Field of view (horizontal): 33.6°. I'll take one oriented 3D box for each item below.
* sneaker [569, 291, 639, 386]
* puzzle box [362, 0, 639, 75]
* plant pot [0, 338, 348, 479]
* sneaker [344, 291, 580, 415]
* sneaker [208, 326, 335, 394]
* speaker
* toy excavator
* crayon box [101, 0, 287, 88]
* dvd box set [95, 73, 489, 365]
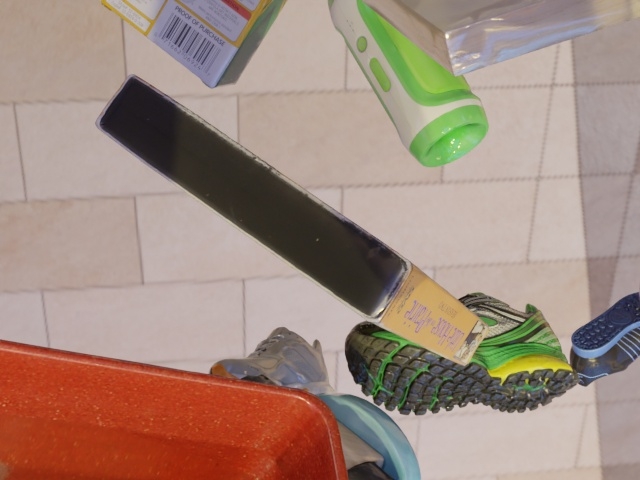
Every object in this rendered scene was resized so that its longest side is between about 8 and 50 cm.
[{"bbox_3d":[0.498,0.158,1.734,0.232,0.081,0.090,-22,128,-22],"label":"sneaker"},{"bbox_3d":[0.204,-0.310,1.243,0.272,0.409,0.052,-18,119,-6],"label":"puzzle box"},{"bbox_3d":[-0.143,0.216,0.418,0.267,0.267,0.235,13,132,-26],"label":"plant pot"},{"bbox_3d":[0.174,0.142,1.394,0.344,0.146,0.134,8,137,-33],"label":"sneaker"},{"bbox_3d":[-0.078,0.182,1.545,0.099,0.121,0.262,-19,159,27],"label":"sneaker"},{"bbox_3d":[0.121,-0.253,1.512,0.131,0.296,0.131,-24,158,-10],"label":"speaker"},{"bbox_3d":[0.022,0.382,1.289,0.445,0.222,0.432,6,113,-54],"label":"toy excavator"},{"bbox_3d":[-0.123,-0.392,1.406,0.203,0.083,0.323,38,111,8],"label":"crayon box"},{"bbox_3d":[0.000,0.000,1.036,0.062,0.308,0.420,-55,159,1],"label":"dvd box set"}]
